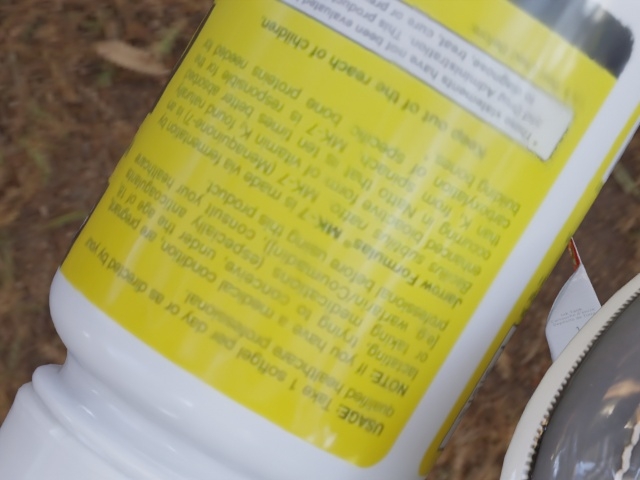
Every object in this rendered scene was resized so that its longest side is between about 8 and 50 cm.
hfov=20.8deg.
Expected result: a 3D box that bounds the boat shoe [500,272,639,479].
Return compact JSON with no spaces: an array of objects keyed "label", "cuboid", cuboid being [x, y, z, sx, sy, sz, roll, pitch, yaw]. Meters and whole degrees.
[{"label":"boat shoe","cuboid":[0.184,0.038,0.483,0.095,0.335,0.112,-12,90,47]}]

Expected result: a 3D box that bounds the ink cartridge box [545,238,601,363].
[{"label":"ink cartridge box","cuboid":[0.209,0.117,1.375,0.066,0.232,0.189,-18,124,0]}]

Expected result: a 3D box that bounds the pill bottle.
[{"label":"pill bottle","cuboid":[0.000,0.000,0.482,0.119,0.119,0.208,32,92,15]}]
